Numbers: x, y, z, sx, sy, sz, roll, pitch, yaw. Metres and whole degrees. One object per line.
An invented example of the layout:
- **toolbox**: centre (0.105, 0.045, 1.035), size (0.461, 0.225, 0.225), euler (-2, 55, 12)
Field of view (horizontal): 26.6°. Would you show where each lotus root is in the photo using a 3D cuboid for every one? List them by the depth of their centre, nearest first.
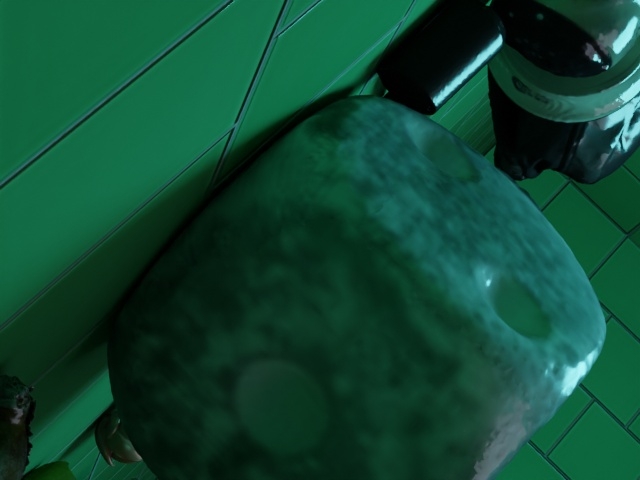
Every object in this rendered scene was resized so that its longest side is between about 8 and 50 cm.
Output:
- **lotus root**: centre (-0.257, 0.173, 0.975), size (0.165, 0.088, 0.088), euler (-55, 177, -13)

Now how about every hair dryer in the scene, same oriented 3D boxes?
- **hair dryer**: centre (0.105, -0.162, 1.378), size (0.114, 0.070, 0.248), euler (-45, 179, -13)

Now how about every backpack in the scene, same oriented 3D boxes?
- **backpack**: centre (0.383, -0.263, 1.818), size (0.446, 0.254, 0.363), euler (-60, 176, 1)

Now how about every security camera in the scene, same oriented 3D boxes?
- **security camera**: centre (0.269, -0.243, 1.411), size (0.191, 0.197, 0.277), euler (-54, 169, -5)

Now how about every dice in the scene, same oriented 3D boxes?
- **dice**: centre (0.036, 0.087, 1.245), size (0.328, 0.330, 0.348), euler (-47, 173, 26)

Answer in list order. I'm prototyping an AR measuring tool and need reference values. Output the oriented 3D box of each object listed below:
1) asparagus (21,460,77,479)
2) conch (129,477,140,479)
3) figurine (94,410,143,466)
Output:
- **asparagus**: centre (-0.346, 0.308, 1.439), size (0.067, 0.060, 0.277), euler (-68, 168, 17)
- **conch**: centre (-0.344, 0.430, 2.043), size (0.172, 0.131, 0.200), euler (2, 108, -48)
- **figurine**: centre (-0.198, 0.226, 1.681), size (0.157, 0.114, 0.126), euler (-41, 158, -31)
